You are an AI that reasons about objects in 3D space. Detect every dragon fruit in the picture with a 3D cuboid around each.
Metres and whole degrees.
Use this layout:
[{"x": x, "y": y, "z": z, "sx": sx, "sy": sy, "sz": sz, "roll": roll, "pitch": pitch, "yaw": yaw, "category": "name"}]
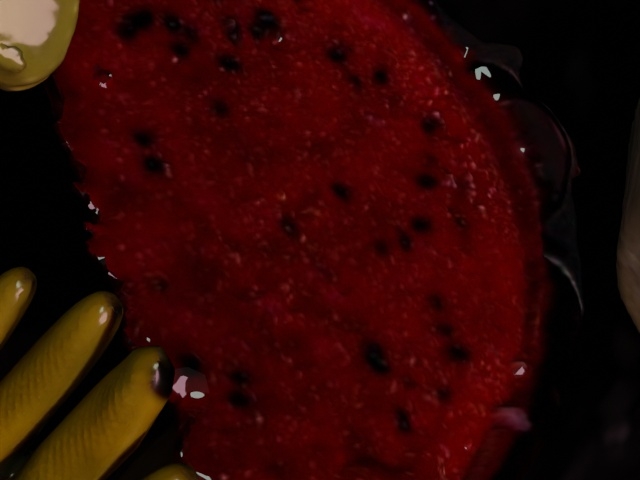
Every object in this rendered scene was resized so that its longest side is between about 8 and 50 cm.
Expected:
[{"x": 0.000, "y": 0.000, "z": 0.879, "sx": 0.282, "sy": 0.100, "sz": 0.343, "roll": -9, "pitch": 67, "yaw": -30, "category": "dragon fruit"}]

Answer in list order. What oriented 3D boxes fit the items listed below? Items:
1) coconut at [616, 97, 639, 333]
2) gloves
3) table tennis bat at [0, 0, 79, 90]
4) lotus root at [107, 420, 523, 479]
[{"x": 0.333, "y": -0.032, "z": 1.103, "sx": 0.323, "sy": 0.323, "sz": 0.323, "roll": -15, "pitch": 115, "yaw": -34, "category": "coconut"}, {"x": -0.174, "y": 0.125, "z": 0.778, "sx": 0.294, "sy": 0.133, "sz": 0.116, "roll": -39, "pitch": 164, "yaw": 15, "category": "gloves"}, {"x": -0.256, "y": -0.136, "z": 0.702, "sx": 0.369, "sy": 0.054, "sz": 0.224, "roll": 20, "pitch": 92, "yaw": -27, "category": "table tennis bat"}, {"x": 0.000, "y": 0.206, "z": 0.921, "sx": 0.316, "sy": 0.316, "sz": 0.250, "roll": 23, "pitch": 86, "yaw": -41, "category": "lotus root"}]
